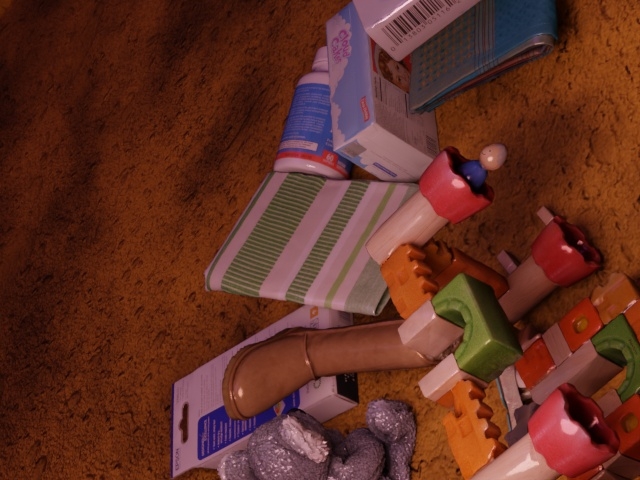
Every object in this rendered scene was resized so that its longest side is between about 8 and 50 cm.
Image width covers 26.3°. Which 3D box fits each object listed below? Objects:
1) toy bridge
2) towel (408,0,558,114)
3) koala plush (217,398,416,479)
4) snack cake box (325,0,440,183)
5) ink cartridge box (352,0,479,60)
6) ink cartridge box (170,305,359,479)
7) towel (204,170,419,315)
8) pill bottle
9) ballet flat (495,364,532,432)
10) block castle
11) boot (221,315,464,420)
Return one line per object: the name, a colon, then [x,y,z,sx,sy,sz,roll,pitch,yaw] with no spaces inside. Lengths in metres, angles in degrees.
toy bridge: [0.261,0.039,1.826,0.188,0.026,0.063,-50,40,17]
towel: [0.242,-0.386,2.039,0.271,0.040,0.370,-25,50,42]
koala plush: [-0.007,0.301,1.823,0.196,0.221,0.203,-29,48,38]
snack cake box: [0.093,-0.227,2.098,0.089,0.152,0.264,-33,45,35]
ink cartridge box: [0.166,-0.485,2.045,0.308,0.091,0.385,-36,43,18]
ink cartridge box: [-0.094,0.235,2.110,0.371,0.069,0.176,-30,47,34]
towel: [0.000,0.000,2.035,0.325,0.038,0.248,7,51,35]
pill bottle: [0.009,-0.196,2.207,0.124,0.124,0.221,-5,65,50]
ballet flat: [0.254,0.208,1.716,0.052,0.057,0.168,-18,54,12]
block castle: [0.263,0.118,1.536,0.213,0.303,0.453,-44,40,23]
boot: [0.029,0.158,1.845,0.269,0.089,0.236,-8,19,32]
